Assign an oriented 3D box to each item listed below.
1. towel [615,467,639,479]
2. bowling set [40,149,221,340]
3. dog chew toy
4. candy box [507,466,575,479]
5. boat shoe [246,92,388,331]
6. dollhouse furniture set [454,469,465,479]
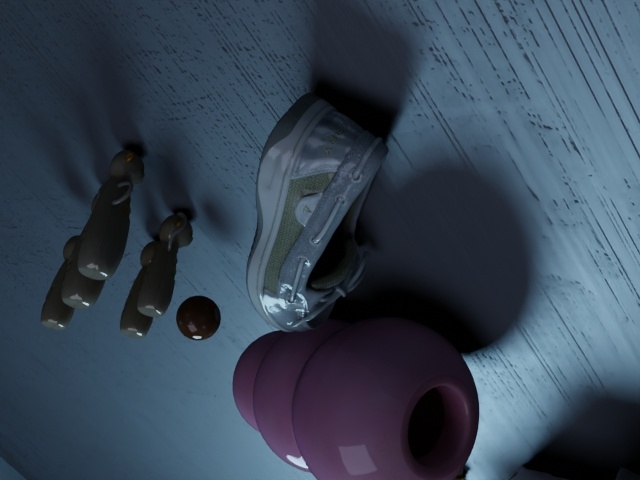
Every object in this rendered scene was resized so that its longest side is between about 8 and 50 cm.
[{"bbox_3d":[0.391,0.357,1.021,0.332,0.317,0.053,17,118,26],"label":"towel"},{"bbox_3d":[-0.210,0.029,1.294,0.200,0.154,0.287,22,153,-20],"label":"bowling set"},{"bbox_3d":[0.019,0.178,1.216,0.332,0.206,0.206,7,142,51],"label":"dog chew toy"},{"bbox_3d":[0.279,0.343,1.221,0.196,0.165,0.070,9,111,37],"label":"candy box"},{"bbox_3d":[0.001,-0.002,1.038,0.103,0.118,0.320,28,144,17],"label":"boat shoe"},{"bbox_3d":[0.118,0.316,1.449,0.151,0.058,0.076,21,149,20],"label":"dollhouse furniture set"}]
